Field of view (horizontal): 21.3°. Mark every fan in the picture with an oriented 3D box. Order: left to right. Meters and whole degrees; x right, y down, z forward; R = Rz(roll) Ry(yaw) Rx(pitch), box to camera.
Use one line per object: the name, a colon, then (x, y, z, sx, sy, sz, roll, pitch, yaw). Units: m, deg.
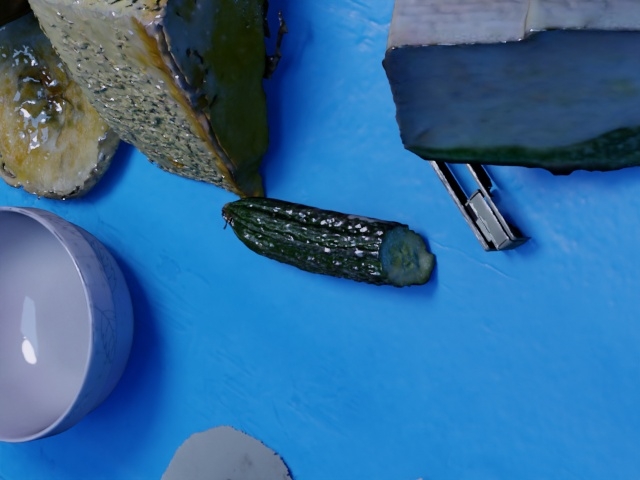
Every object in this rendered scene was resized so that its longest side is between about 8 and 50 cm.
fan: (-0.050, 0.313, 1.958, 0.414, 0.012, 0.233, -18, 77, 35)

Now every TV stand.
TV stand: (0.137, -0.093, 1.803, 0.042, 0.036, 0.249, -43, 68, 31)

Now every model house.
model house: (0.225, -0.242, 1.638, 0.298, 0.243, 0.284, 1, 65, 11)

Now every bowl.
bowl: (-0.337, 0.098, 2.087, 0.287, 0.144, 0.287, 2, 93, 35)

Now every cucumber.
cucumber: (0.000, 0.001, 1.887, 0.265, 0.077, 0.077, 10, 98, 37)

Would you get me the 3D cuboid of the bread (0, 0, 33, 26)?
bread: (-0.411, -0.363, 2.018, 0.279, 0.250, 0.225, -36, 101, -3)

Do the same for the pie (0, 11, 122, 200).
pie: (-0.330, -0.181, 2.126, 0.274, 0.055, 0.274, 1, 92, 36)

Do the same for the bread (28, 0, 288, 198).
bread: (-0.148, -0.246, 1.942, 0.248, 0.315, 0.279, 13, 67, 32)
